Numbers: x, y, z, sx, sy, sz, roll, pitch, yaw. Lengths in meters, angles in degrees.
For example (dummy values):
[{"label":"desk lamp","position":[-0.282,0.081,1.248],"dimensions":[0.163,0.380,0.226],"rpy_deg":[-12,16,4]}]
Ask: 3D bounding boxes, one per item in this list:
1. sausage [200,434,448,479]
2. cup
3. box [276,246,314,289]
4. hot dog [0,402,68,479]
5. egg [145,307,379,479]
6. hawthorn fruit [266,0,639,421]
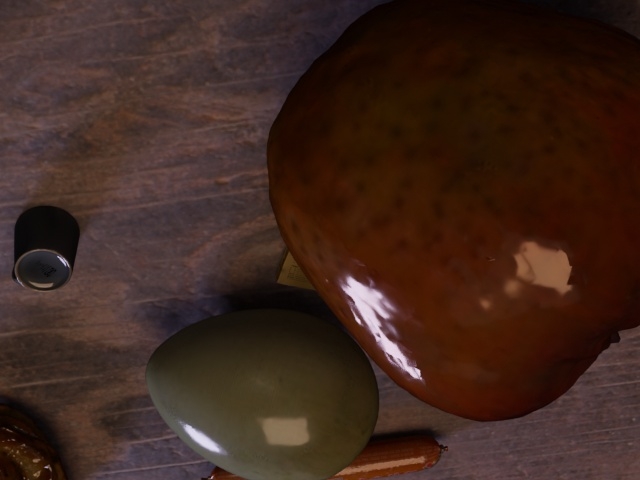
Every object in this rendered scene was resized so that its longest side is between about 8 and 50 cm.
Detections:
[{"label":"sausage","position":[0.006,0.315,2.007],"dimensions":[0.347,0.053,0.053],"rpy_deg":[-8,129,0]},{"label":"cup","position":[-0.336,0.020,1.721],"dimensions":[0.078,0.077,0.100],"rpy_deg":[33,119,-27]},{"label":"box","position":[0.000,0.000,1.778],"dimensions":[0.073,0.020,0.149],"rpy_deg":[13,126,-14]},{"label":"hot dog","position":[-0.423,0.343,1.932],"dimensions":[0.175,0.114,0.259],"rpy_deg":[-34,128,-16]},{"label":"egg","position":[-0.073,0.192,1.798],"dimensions":[0.295,0.218,0.218],"rpy_deg":[9,127,-1]},{"label":"hawthorn fruit","position":[0.169,-0.059,1.509],"dimensions":[0.471,0.472,0.472],"rpy_deg":[-3,129,-4]}]
